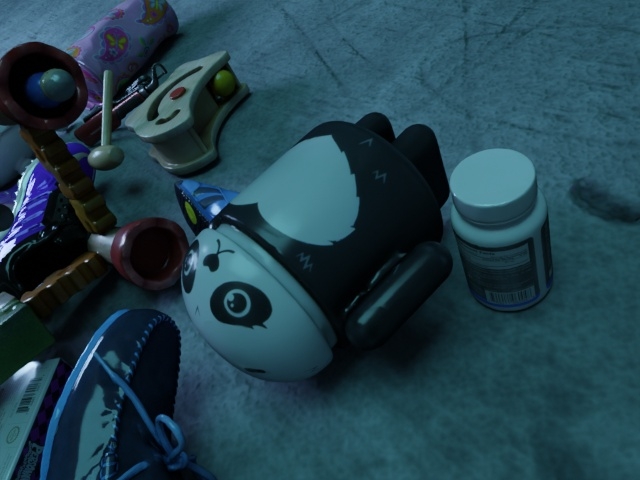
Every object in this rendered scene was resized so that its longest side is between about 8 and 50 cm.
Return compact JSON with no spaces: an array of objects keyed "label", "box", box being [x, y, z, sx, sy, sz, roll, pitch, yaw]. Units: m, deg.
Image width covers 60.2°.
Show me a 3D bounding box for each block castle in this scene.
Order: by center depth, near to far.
[{"label":"block castle","box":[-0.376,0.031,0.525,0.213,0.303,0.453,6,40,47]}]

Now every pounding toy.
[{"label":"pounding toy","box":[-0.227,-0.205,0.835,0.154,0.155,0.269,10,55,38]}]

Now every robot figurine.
[{"label":"robot figurine","box":[0.000,-0.001,0.518,0.278,0.173,0.209,-44,6,-17]}]

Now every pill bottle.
[{"label":"pill bottle","box":[0.156,-0.007,0.476,0.078,0.137,0.078,-14,45,14]}]

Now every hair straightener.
[{"label":"hair straightener","box":[-0.345,-0.251,0.970,0.230,0.047,0.089,-28,37,33]}]

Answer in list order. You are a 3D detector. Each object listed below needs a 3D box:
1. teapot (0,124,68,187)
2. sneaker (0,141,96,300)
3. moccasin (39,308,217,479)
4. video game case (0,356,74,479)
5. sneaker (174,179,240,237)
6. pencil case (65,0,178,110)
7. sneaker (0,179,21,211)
[{"label":"teapot","box":[-0.599,-0.168,0.964,0.256,0.187,0.252,-59,6,-4]},{"label":"sneaker","box":[-0.370,-0.018,0.782,0.146,0.102,0.293,2,56,22]},{"label":"moccasin","box":[-0.148,0.220,0.442,0.117,0.137,0.341,-5,62,17]},{"label":"video game case","box":[-0.385,0.244,0.576,0.210,0.041,0.232,-12,45,15]},{"label":"sneaker","box":[-0.110,-0.031,0.689,0.082,0.069,0.209,-30,40,-26]},{"label":"pencil case","box":[-0.414,-0.398,1.138,0.124,0.124,0.284,7,54,31]},{"label":"sneaker","box":[-0.536,-0.029,0.861,0.095,0.104,0.236,21,60,40]}]
